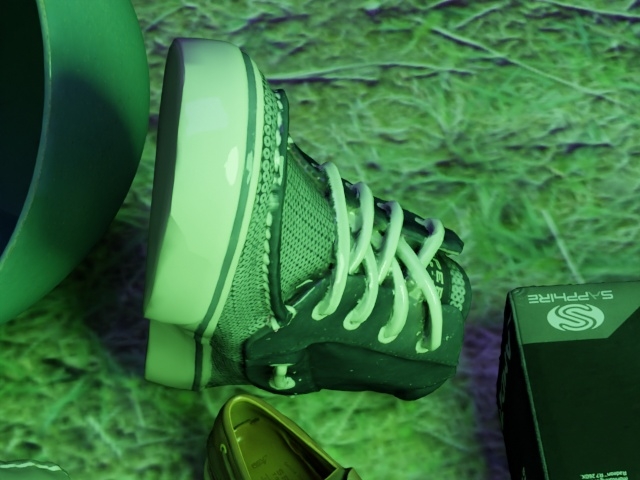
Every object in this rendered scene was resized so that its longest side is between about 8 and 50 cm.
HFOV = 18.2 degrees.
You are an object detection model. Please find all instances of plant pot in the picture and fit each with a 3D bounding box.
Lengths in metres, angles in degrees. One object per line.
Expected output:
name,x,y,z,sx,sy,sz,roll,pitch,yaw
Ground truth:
plant pot,-0.202,-0.078,1.062,0.290,0.290,0.195,29,15,26

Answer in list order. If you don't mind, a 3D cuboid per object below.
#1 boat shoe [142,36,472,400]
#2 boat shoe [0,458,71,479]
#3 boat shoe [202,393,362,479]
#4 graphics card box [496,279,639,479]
boat shoe,0.000,0.000,0.929,0.158,0.340,0.127,5,77,-4
boat shoe,-0.256,0.145,0.923,0.305,0.109,0.091,-13,52,-7
boat shoe,0.001,0.142,0.960,0.064,0.060,0.178,-28,51,-25
graphics card box,0.218,0.174,0.905,0.232,0.094,0.371,-4,46,-3
